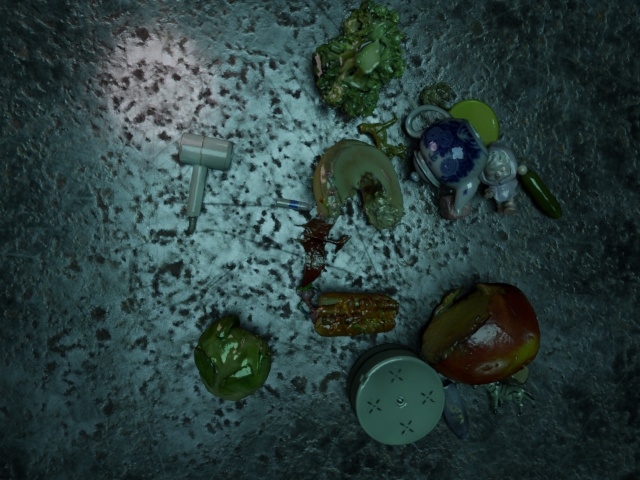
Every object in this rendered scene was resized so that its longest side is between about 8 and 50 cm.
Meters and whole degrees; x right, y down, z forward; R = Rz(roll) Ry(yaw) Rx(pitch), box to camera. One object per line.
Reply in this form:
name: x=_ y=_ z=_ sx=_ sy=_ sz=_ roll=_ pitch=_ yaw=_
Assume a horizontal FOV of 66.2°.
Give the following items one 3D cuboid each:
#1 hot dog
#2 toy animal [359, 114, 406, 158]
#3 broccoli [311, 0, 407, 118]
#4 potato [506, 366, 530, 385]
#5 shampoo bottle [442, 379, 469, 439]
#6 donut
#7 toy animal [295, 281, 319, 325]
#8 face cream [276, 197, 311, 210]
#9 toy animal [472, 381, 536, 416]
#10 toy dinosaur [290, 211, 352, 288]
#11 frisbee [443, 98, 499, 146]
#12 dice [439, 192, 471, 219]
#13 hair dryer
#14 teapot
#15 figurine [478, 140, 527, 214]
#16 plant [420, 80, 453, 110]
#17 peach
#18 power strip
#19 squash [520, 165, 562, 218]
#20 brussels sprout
hot dog: x=0.138 y=0.268 z=1.756 sx=0.348 sy=0.117 sz=0.159 roll=5 pitch=92 yaw=-29
toy animal: x=0.231 y=-0.363 z=1.798 sx=0.136 sy=0.073 sz=0.182 roll=-21 pitch=109 yaw=2
broccoli: x=0.136 y=-0.601 z=1.669 sx=0.338 sy=0.318 sz=0.277 roll=-30 pitch=115 yaw=34
potato: x=0.729 y=0.491 z=1.925 sx=0.171 sy=0.089 sz=0.101 roll=26 pitch=72 yaw=20
shampoo bottle: x=0.519 y=0.663 z=1.912 sx=0.086 sy=0.049 sz=0.234 roll=-22 pitch=97 yaw=-3
donut: x=0.123 y=-0.193 z=1.687 sx=0.370 sy=0.150 sz=0.308 roll=7 pitch=73 yaw=-39
toy animal: x=-0.025 y=0.254 z=1.801 sx=0.103 sy=0.100 sz=0.208 roll=-29 pitch=103 yaw=35
face cream: x=-0.095 y=-0.129 z=1.780 sx=0.129 sy=0.034 sz=0.034 roll=10 pitch=93 yaw=-8
toy animal: x=0.711 y=0.587 z=1.901 sx=0.216 sy=0.073 sz=0.176 roll=-6 pitch=111 yaw=31
toy dinosaur: x=-0.010 y=0.003 z=1.764 sx=0.206 sy=0.113 sz=0.327 roll=41 pitch=92 yaw=-4
frisbee: x=0.570 y=-0.417 z=1.857 sx=0.235 sy=0.017 sz=0.236 roll=-1 pitch=94 yaw=-7
dice: x=0.501 y=-0.129 z=1.831 sx=0.093 sy=0.091 sz=0.094 roll=-12 pitch=95 yaw=-6
hair dryer: x=-0.418 y=-0.184 z=1.716 sx=0.172 sy=0.107 sz=0.358 roll=10 pitch=102 yaw=-8
teapot: x=0.435 y=-0.291 z=1.740 sx=0.279 sy=0.252 sz=0.424 roll=-32 pitch=78 yaw=25
figurine: x=0.667 y=-0.230 z=1.825 sx=0.200 sy=0.133 sz=0.276 roll=-10 pitch=103 yaw=28
plant: x=0.436 y=-0.524 z=1.814 sx=0.116 sy=0.105 sz=0.122 roll=-16 pitch=130 yaw=27
peach: x=0.560 y=0.339 z=1.750 sx=0.415 sy=0.339 sz=0.354 roll=-8 pitch=91 yaw=-4
power strip: x=0.283 y=0.573 z=1.820 sx=0.356 sy=0.161 sz=0.358 roll=-1 pitch=95 yaw=-9
squash: x=0.846 y=-0.180 z=1.886 sx=0.069 sy=0.069 sz=0.258 roll=-42 pitch=98 yaw=-3
brussels sprout: x=-0.301 y=0.412 z=1.702 sx=0.259 sy=0.227 sz=0.295 roll=17 pitch=100 yaw=6
